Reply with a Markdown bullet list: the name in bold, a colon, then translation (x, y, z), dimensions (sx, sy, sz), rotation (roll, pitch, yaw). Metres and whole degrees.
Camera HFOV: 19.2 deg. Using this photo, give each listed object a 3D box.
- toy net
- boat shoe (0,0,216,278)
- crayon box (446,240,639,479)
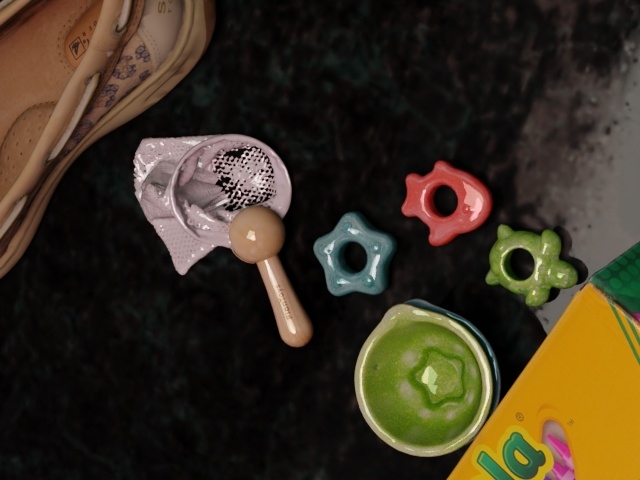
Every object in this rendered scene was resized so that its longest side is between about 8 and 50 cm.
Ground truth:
- **toy net**: translation (0.000, 0.000, 0.903), dimensions (0.232, 0.045, 0.122), rotation (31, 107, 19)
- **boat shoe**: translation (-0.177, -0.052, 0.955), dimensions (0.285, 0.089, 0.104), rotation (-44, 77, 22)
- **crayon box**: translation (0.128, 0.144, 0.789), dimensions (0.165, 0.081, 0.278), rotation (42, 132, 16)
